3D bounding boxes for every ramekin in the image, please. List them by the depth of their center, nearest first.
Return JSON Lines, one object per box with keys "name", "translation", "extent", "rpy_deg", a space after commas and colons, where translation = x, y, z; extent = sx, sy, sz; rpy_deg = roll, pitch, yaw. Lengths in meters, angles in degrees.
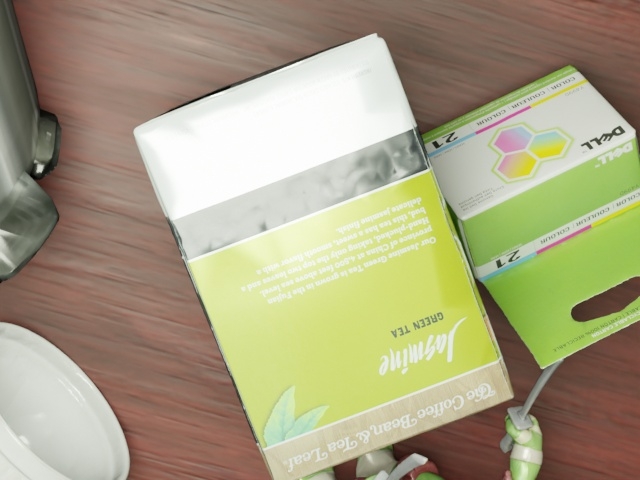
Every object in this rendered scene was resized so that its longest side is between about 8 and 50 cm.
{"name": "ramekin", "translation": [-0.296, 0.193, 1.309], "extent": [0.109, 0.207, 0.207], "rpy_deg": [-41, 96, 13]}

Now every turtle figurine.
{"name": "turtle figurine", "translation": [0.108, 0.208, 1.269], "extent": [0.198, 0.266, 0.275], "rpy_deg": [-52, 125, -30]}

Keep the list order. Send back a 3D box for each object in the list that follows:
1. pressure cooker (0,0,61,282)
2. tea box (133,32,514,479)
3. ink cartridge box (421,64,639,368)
{"name": "pressure cooker", "translation": [-0.428, -0.127, 1.163], "extent": [0.375, 0.420, 0.370], "rpy_deg": [-13, 66, -9]}
{"name": "tea box", "translation": [0.000, 0.000, 1.222], "extent": [0.220, 0.329, 0.324], "rpy_deg": [-20, 99, 1]}
{"name": "ink cartridge box", "translation": [0.221, -0.030, 1.250], "extent": [0.188, 0.255, 0.097], "rpy_deg": [-26, 132, -4]}
